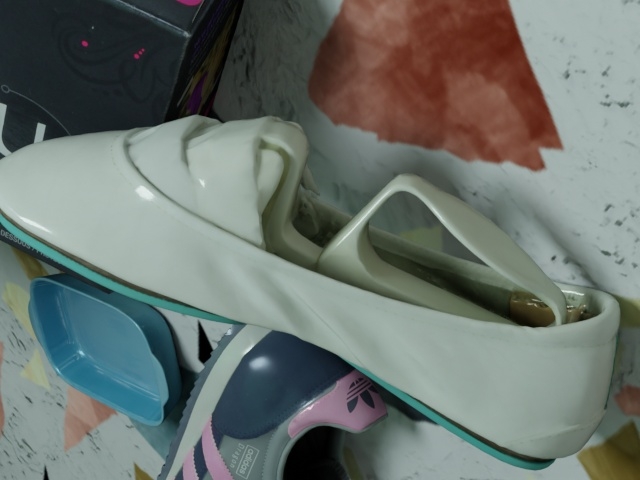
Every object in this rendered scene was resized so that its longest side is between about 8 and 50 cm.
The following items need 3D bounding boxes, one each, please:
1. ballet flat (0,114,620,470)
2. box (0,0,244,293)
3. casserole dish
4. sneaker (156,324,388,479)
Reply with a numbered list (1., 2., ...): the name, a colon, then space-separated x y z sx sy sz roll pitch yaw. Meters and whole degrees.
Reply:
1. ballet flat: 0.000 0.000 1.107 0.400 0.139 0.139 25 140 1
2. box: -0.158 -0.120 1.232 0.165 0.143 0.270 25 139 3
3. casserole dish: -0.178 0.086 1.549 0.188 0.037 0.114 20 130 44
4. sneaker: -0.046 0.193 1.378 0.131 0.112 0.319 39 135 21
